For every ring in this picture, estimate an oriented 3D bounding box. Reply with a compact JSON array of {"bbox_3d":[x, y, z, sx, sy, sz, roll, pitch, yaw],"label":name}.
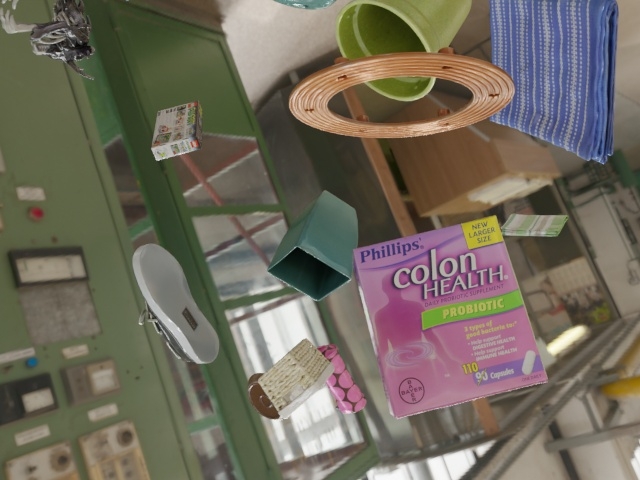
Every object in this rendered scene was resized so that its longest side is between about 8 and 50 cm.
[{"bbox_3d":[0.119,-0.219,0.937,0.336,0.032,0.336,-1,172,0],"label":"ring"}]

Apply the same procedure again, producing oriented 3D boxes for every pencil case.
[{"bbox_3d":[0.047,0.381,1.715,0.095,0.209,0.098,-22,-157,9],"label":"pencil case"}]

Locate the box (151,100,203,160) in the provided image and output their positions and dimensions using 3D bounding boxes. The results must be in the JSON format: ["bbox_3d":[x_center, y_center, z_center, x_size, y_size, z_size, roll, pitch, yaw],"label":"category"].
[{"bbox_3d":[-0.350,-0.275,1.524,0.114,0.207,0.036,-14,127,1],"label":"box"}]

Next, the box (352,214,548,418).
[{"bbox_3d":[0.178,0.113,0.902,0.213,0.243,0.117,-13,165,0],"label":"box"}]

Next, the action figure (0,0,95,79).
[{"bbox_3d":[-0.450,-0.388,0.995,0.141,0.164,0.276,-19,133,-24],"label":"action figure"}]

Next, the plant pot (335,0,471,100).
[{"bbox_3d":[0.219,-0.519,1.467,0.254,0.276,0.276,-50,-179,-21],"label":"plant pot"}]

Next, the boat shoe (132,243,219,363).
[{"bbox_3d":[-0.328,0.141,1.320,0.105,0.306,0.113,-7,-142,29],"label":"boat shoe"}]

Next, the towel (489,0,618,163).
[{"bbox_3d":[0.366,-0.280,1.021,0.040,0.243,0.336,-14,-155,-10],"label":"towel"}]

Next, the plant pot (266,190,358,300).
[{"bbox_3d":[0.000,0.000,1.620,0.165,0.165,0.234,-38,-155,49],"label":"plant pot"}]

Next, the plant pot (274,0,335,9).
[{"bbox_3d":[-0.037,-0.634,1.297,0.293,0.235,0.293,13,180,0],"label":"plant pot"}]

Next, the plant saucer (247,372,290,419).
[{"bbox_3d":[-0.159,0.478,1.864,0.168,0.168,0.029,-28,-174,39],"label":"plant saucer"}]

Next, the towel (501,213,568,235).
[{"bbox_3d":[0.571,-0.046,1.654,0.152,0.023,0.113,1,-151,35],"label":"towel"}]

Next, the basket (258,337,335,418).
[{"bbox_3d":[-0.053,0.298,1.363,0.113,0.103,0.167,-43,173,12],"label":"basket"}]
